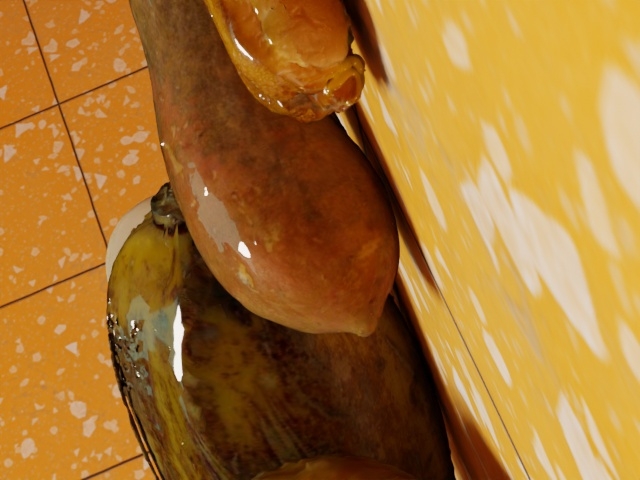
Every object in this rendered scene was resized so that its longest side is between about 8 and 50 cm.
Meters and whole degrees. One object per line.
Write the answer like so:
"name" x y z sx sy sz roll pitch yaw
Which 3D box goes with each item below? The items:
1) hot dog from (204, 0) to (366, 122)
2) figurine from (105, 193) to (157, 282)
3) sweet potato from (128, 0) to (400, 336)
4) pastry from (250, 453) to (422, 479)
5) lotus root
"hot dog" -0.029 -0.114 0.371 0.071 0.045 0.165 81 166 -78
"figurine" -0.026 0.027 1.005 0.332 0.204 0.185 16 -137 -54
"sweet potato" -0.044 -0.086 0.506 0.097 0.097 0.292 76 172 -83
"pastry" -0.016 0.249 0.508 0.136 0.329 0.330 51 -172 -32
"lotus root" -0.011 0.129 0.731 0.179 0.196 0.397 16 131 48
